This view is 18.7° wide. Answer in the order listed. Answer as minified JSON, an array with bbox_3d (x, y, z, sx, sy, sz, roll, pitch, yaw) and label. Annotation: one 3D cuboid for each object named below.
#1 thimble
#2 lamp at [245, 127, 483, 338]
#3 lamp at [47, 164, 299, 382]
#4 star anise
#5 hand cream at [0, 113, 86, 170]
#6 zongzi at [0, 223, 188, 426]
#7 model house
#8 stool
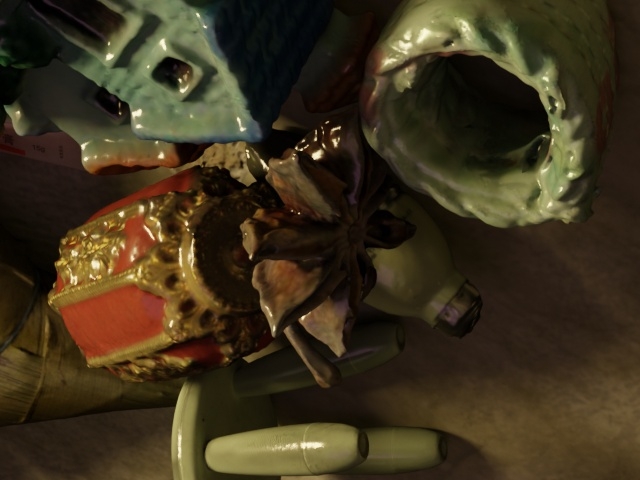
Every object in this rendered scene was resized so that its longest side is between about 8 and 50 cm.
[{"bbox_3d":[0.139,-0.114,1.479,0.211,0.149,0.185,43,130,-15],"label":"thimble"},{"bbox_3d":[0.036,-0.007,1.658,0.250,0.101,0.101,38,135,5],"label":"lamp"},{"bbox_3d":[-0.125,0.034,1.673,0.177,0.177,0.274,43,152,-16],"label":"lamp"},{"bbox_3d":[0.000,0.001,1.529,0.089,0.209,0.231,22,96,34],"label":"star anise"},{"bbox_3d":[-0.303,-0.099,1.769,0.216,0.038,0.052,9,160,11],"label":"hand cream"},{"bbox_3d":[-0.324,0.147,1.894,0.360,0.160,0.323,32,123,-17],"label":"zongzi"},{"bbox_3d":[-0.125,-0.145,1.514,0.329,0.252,0.295,33,133,-16],"label":"model house"},{"bbox_3d":[-0.011,0.198,1.788,0.198,0.195,0.195,-3,127,24],"label":"stool"}]
